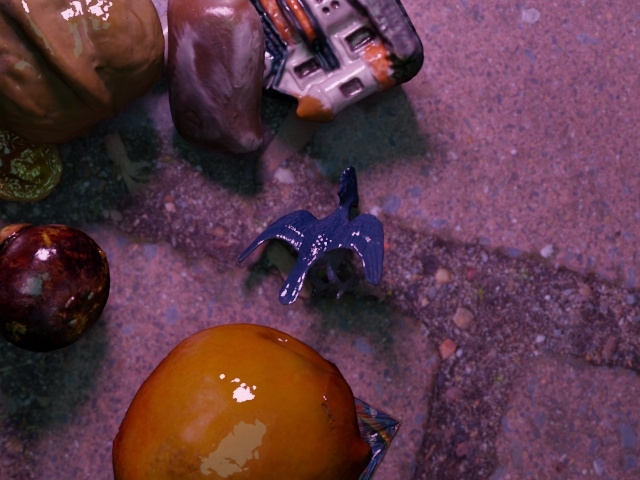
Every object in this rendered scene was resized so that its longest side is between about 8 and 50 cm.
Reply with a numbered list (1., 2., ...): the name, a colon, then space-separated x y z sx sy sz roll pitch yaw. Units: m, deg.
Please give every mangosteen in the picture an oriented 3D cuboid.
1. mangosteen: -0.424 0.058 1.535 0.217 0.192 0.192 26 82 24

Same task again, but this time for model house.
1. model house: -0.032 -0.300 1.600 0.301 0.190 0.271 -32 100 -4

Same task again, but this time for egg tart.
1. egg tart: -0.462 -0.115 1.593 0.130 0.052 0.130 1 85 -10

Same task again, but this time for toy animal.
1. toy animal: 0.000 0.000 1.609 0.239 0.255 0.176 1 114 29

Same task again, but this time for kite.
1. kite: 0.022 0.317 1.653 0.234 0.016 0.321 -16 89 -9

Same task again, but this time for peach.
1. peach: -0.114 0.296 1.489 0.373 0.290 0.372 -10 56 15

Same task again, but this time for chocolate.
1. chocolate: -0.169 -0.243 1.557 0.157 0.080 0.254 13 121 20

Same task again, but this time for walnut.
1. walnut: -0.382 -0.292 1.507 0.282 0.253 0.277 -37 92 -25

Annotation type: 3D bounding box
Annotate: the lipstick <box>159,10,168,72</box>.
1. lipstick: -0.179 -0.374 1.643 0.254 0.070 0.070 -44 93 -9
